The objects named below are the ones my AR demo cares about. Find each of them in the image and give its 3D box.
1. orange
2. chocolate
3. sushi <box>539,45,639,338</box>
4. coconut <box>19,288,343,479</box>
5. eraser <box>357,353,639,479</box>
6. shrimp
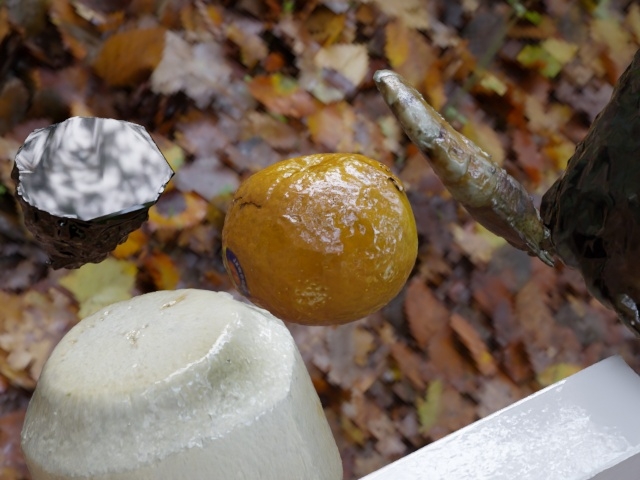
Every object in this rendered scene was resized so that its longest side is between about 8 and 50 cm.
[{"bbox_3d":[0.000,-0.001,1.478,0.193,0.219,0.219,62,24,-19],"label":"orange"},{"bbox_3d":[-0.230,-0.029,1.314,0.156,0.133,0.156,5,48,-6],"label":"chocolate"},{"bbox_3d":[0.344,-0.047,1.001,0.299,0.294,0.281,36,25,11],"label":"sushi"},{"bbox_3d":[-0.102,0.181,1.059,0.237,0.237,0.265,-66,148,-60],"label":"coconut"},{"bbox_3d":[0.109,0.181,0.921,0.298,0.076,0.078,-22,53,-24],"label":"eraser"},{"bbox_3d":[0.183,-0.096,1.678,0.365,0.071,0.233,38,14,-41],"label":"shrimp"}]
